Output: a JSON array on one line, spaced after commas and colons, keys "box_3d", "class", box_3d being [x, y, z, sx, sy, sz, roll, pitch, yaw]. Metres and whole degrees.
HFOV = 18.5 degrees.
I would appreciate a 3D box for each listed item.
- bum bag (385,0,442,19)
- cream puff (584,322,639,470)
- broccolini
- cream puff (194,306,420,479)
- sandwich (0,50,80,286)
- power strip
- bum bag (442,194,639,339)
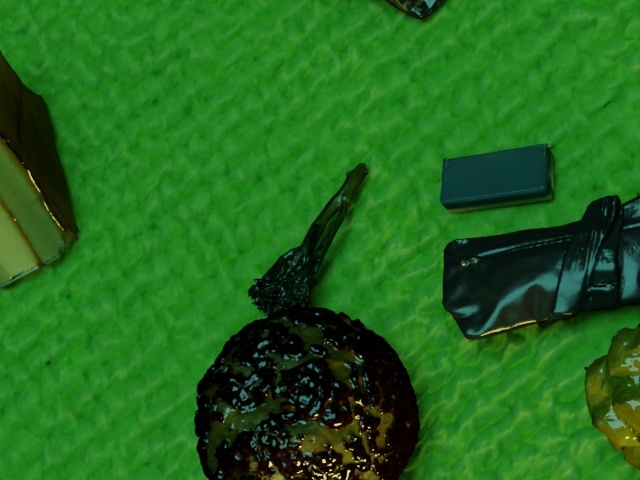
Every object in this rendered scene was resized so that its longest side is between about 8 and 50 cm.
[{"box_3d": [0.049, -0.327, 2.244, 0.248, 0.069, 0.102, 21, 102, 28], "class": "bum bag"}, {"box_3d": [0.328, 0.152, 1.851, 0.156, 0.121, 0.156, -8, 65, 17], "class": "cream puff"}, {"box_3d": [0.001, 0.004, 2.139, 0.074, 0.058, 0.201, 30, 67, 19], "class": "broccolini"}, {"box_3d": [-0.022, 0.179, 1.986, 0.239, 0.165, 0.239, -13, 61, 24], "class": "cream puff"}, {"box_3d": [-0.393, -0.092, 2.336, 0.155, 0.227, 0.198, -27, 23, 15], "class": "sandwich"}, {"box_3d": [0.185, -0.064, 2.075, 0.123, 0.032, 0.056, -7, 64, 24], "class": "power strip"}, {"box_3d": [0.244, 0.029, 1.987, 0.248, 0.060, 0.123, -15, 63, 18], "class": "bum bag"}]
